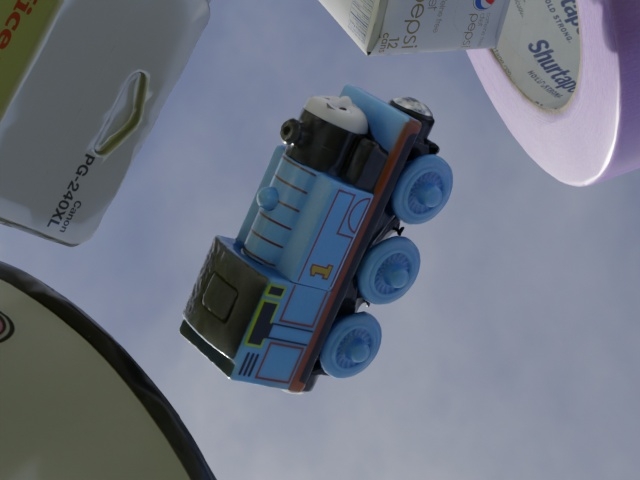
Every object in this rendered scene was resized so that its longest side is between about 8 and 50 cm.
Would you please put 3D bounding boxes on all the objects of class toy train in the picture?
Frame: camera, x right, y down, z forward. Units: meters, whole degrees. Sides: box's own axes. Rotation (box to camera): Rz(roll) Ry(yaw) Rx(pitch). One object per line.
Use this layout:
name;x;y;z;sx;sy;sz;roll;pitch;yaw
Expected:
toy train;0.000;0.000;0.857;0.080;0.105;0.184;36;-74;46

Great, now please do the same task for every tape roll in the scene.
tape roll;0.142;-0.173;0.869;0.090;0.275;0.275;-20;-124;-10

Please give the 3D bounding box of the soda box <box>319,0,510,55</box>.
soda box;0.014;-0.174;0.760;0.216;0.074;0.069;55;-38;44

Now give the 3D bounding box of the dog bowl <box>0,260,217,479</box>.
dog bowl;-0.220;0.206;0.641;0.408;0.150;0.408;3;-85;32

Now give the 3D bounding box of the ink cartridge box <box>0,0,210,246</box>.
ink cartridge box;-0.126;-0.080;0.573;0.150;0.063;0.109;32;-84;40
